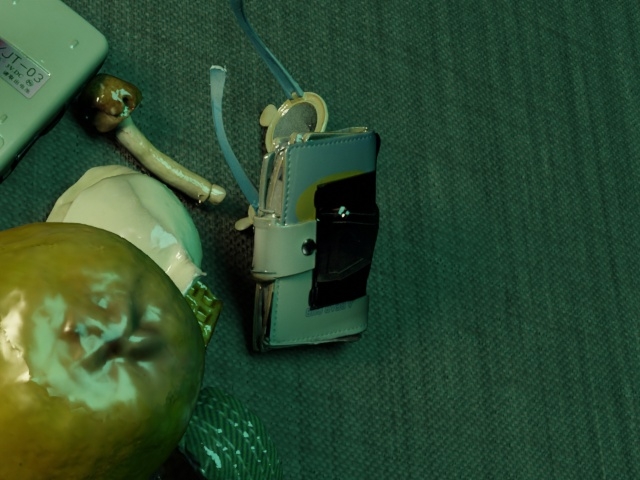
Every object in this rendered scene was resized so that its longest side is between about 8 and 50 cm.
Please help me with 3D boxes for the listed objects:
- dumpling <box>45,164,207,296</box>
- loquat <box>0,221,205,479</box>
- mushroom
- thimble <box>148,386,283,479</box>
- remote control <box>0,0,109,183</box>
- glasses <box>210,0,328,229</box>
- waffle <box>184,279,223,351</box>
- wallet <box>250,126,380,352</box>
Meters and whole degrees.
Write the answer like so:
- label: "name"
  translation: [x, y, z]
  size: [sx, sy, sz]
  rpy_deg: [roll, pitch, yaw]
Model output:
- label: "dumpling"
  translation: [-0.198, 0.013, 1.869]
  size: [0.216, 0.166, 0.126]
  rpy_deg: [56, -3, 23]
- label: "loquat"
  translation: [-0.244, 0.115, 1.660]
  size: [0.276, 0.284, 0.276]
  rpy_deg: [20, 58, -34]
- label: "mushroom"
  translation: [-0.173, -0.101, 2.038]
  size: [0.187, 0.060, 0.061]
  rpy_deg: [44, 27, -23]
- label: "thimble"
  translation: [-0.105, 0.212, 1.842]
  size: [0.090, 0.118, 0.135]
  rpy_deg: [-36, 106, -44]
- label: "remote control"
  translation: [-0.324, -0.138, 1.903]
  size: [0.140, 0.056, 0.296]
  rpy_deg: [36, 48, -1]
- label: "glasses"
  translation: [-0.050, -0.140, 2.054]
  size: [0.221, 0.088, 0.190]
  rpy_deg: [78, 18, -48]
- label: "waffle"
  translation: [-0.159, 0.089, 1.928]
  size: [0.102, 0.042, 0.148]
  rpy_deg: [35, 45, -17]
- label: "wallet"
  translation: [0.000, 0.000, 2.030]
  size: [0.170, 0.069, 0.231]
  rpy_deg: [-7, 105, -48]
